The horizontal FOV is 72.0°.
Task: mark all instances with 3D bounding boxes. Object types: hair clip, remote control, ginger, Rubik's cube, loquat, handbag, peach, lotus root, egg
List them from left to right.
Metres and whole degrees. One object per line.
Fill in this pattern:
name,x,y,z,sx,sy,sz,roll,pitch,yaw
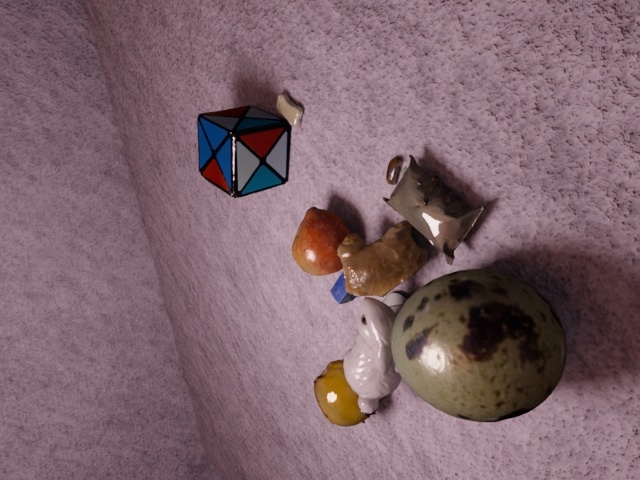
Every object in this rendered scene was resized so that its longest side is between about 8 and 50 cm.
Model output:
Rubik's cube,-0.278,-0.326,1.591,0.246,0.250,0.248,33,132,36
remote control,-0.107,-0.446,1.505,0.122,0.032,0.074,48,137,25
peach,0.000,0.000,1.442,0.232,0.232,0.232,24,124,41
loquat,0.096,0.549,1.581,0.244,0.244,0.243,24,124,41
ginger,0.167,0.052,1.277,0.221,0.130,0.275,43,99,14
lotus root,0.205,-0.199,1.256,0.037,0.030,0.083,37,131,35
hair clip,0.239,0.234,1.402,0.220,0.054,0.140,-20,87,49
handbag,0.289,-0.089,1.148,0.270,0.117,0.182,48,129,25
egg,0.350,0.246,1.044,0.428,0.345,0.345,-35,79,54

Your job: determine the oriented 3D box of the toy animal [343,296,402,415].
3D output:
toy animal,0.171,0.341,1.334,0.357,0.194,0.257,91,174,-47

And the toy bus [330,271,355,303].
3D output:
toy bus,0.117,0.120,1.453,0.079,0.094,0.236,50,137,21
